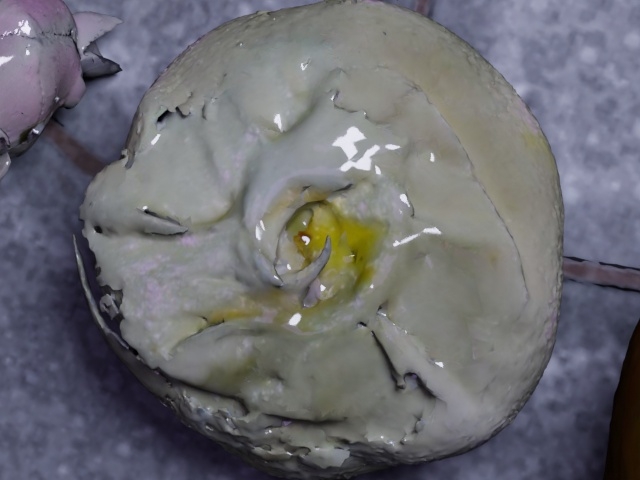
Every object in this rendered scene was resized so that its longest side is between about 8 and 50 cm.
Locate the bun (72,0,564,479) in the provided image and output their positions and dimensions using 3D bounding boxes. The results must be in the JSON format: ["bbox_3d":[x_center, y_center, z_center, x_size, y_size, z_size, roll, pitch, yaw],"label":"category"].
[{"bbox_3d":[0.000,0.000,0.856,0.239,0.141,0.239,0,89,7],"label":"bun"}]

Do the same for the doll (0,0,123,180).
[{"bbox_3d":[-0.201,-0.099,0.907,0.192,0.149,0.095,29,131,16],"label":"doll"}]

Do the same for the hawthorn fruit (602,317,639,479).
[{"bbox_3d":[0.249,0.084,0.757,0.268,0.268,0.301,-2,84,7],"label":"hawthorn fruit"}]
